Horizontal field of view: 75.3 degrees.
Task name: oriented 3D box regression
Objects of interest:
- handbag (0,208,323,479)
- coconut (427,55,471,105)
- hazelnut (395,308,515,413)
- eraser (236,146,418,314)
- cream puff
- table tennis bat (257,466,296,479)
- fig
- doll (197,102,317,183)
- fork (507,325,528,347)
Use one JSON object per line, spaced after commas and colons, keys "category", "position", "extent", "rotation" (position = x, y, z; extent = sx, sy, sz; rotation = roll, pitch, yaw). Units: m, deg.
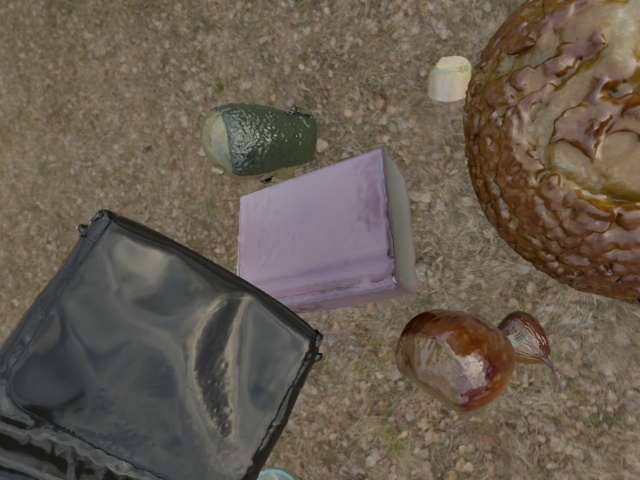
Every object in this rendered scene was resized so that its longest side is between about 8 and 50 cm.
{"category": "handbag", "position": [-0.145, 0.123, 0.376], "extent": [0.247, 0.080, 0.223], "rotation": [32, 76, -13]}
{"category": "coconut", "position": [0.357, -0.433, 1.146], "extent": [0.116, 0.116, 0.122], "rotation": [24, 144, 30]}
{"category": "hazelnut", "position": [0.184, 0.155, 0.576], "extent": [0.154, 0.143, 0.143], "rotation": [18, 100, 55]}
{"category": "eraser", "position": [0.000, 0.000, 0.836], "extent": [0.359, 0.122, 0.272], "rotation": [-15, 67, 31]}
{"category": "cream puff", "position": [0.267, -0.099, 0.342], "extent": [0.303, 0.212, 0.303], "rotation": [-3, 80, 19]}
{"category": "table tennis bat", "position": [-0.081, 0.635, 0.943], "extent": [0.237, 0.149, 0.038], "rotation": [44, 148, 9]}
{"category": "fig", "position": [0.549, 0.282, 1.072], "extent": [0.134, 0.146, 0.201], "rotation": [-52, 41, 11]}
{"category": "doll", "position": [-0.167, -0.278, 1.209], "extent": [0.247, 0.349, 0.247], "rotation": [34, 132, 49]}
{"category": "fork", "position": [0.423, 0.281, 1.050], "extent": [0.219, 0.028, 0.034], "rotation": [-37, 43, 24]}
